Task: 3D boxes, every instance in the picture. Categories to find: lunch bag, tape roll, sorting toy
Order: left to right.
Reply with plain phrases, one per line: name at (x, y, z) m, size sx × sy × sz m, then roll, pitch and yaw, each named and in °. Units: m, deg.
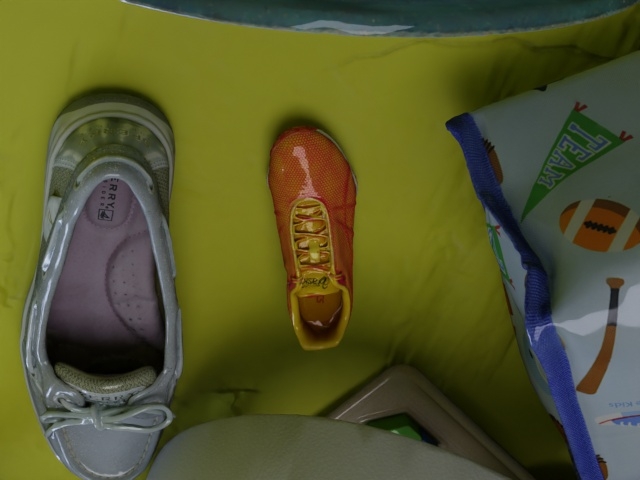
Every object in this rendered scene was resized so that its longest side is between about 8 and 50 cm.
tape roll at (0.041, 0.267, 1.153) m, size 0.392 × 0.072 × 0.392 m, roll 14°, pitch 144°, yaw 10°
sorting toy at (0.052, 0.212, 1.242) m, size 0.208 × 0.038 × 0.193 m, roll -37°, pitch 120°, yaw 18°
lunch bag at (0.301, 0.051, 1.053) m, size 0.328 × 0.239 × 0.385 m, roll -18°, pitch 140°, yaw 6°

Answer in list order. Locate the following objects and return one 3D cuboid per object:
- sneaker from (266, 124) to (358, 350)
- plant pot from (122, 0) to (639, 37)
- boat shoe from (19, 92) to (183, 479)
sneaker at (0.000, 0.000, 1.079) m, size 0.064 × 0.067 × 0.175 m, roll -9°, pitch 122°, yaw 2°
plant pot at (0.017, -0.308, 0.737) m, size 0.341 × 0.341 × 0.334 m, roll 0°, pitch 116°, yaw -6°
boat shoe at (-0.152, 0.056, 1.078) m, size 0.118 × 0.103 × 0.320 m, roll 5°, pitch 123°, yaw -9°
